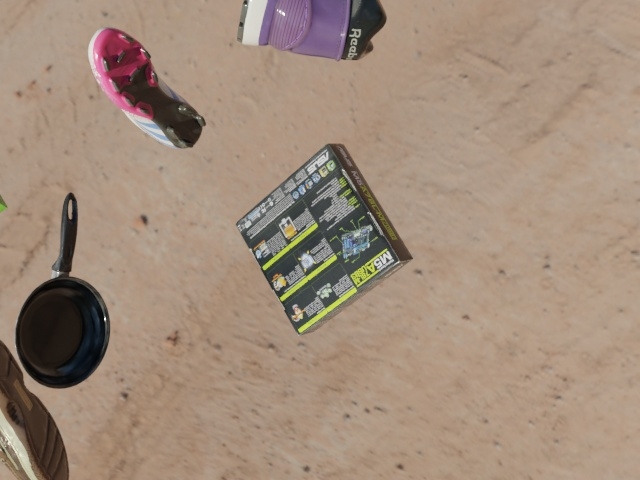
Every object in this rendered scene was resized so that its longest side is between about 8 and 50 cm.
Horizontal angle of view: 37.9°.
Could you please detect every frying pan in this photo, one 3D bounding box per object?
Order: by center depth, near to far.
[{"bbox_3d":[-0.470,0.100,1.620,0.053,0.326,0.197,0,20,40],"label":"frying pan"}]

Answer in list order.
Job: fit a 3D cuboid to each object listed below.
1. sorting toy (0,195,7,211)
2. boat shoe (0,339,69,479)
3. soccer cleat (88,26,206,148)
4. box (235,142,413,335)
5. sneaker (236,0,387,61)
[{"bbox_3d":[-0.729,-0.178,1.812,0.047,0.196,0.348,-30,89,8],"label":"sorting toy"},{"bbox_3d":[-0.437,0.253,1.289,0.095,0.258,0.095,-16,18,12],"label":"boat shoe"},{"bbox_3d":[-0.355,-0.282,1.771,0.143,0.331,0.116,19,72,36],"label":"soccer cleat"},{"bbox_3d":[0.000,0.000,1.224,0.190,0.045,0.184,-39,76,29],"label":"box"},{"bbox_3d":[0.020,-0.263,0.796,0.124,0.107,0.283,15,62,-3],"label":"sneaker"}]
